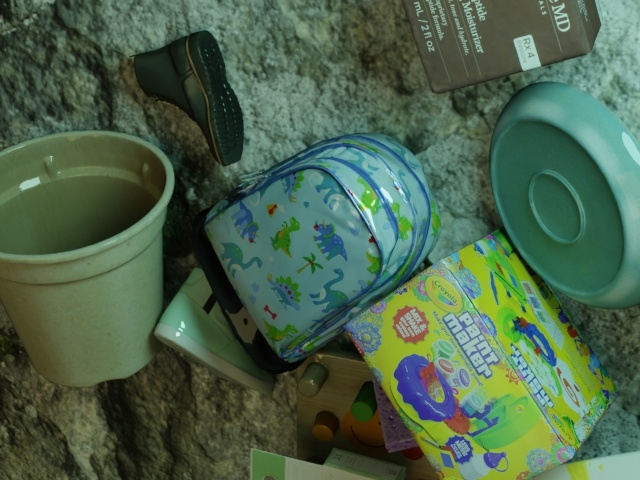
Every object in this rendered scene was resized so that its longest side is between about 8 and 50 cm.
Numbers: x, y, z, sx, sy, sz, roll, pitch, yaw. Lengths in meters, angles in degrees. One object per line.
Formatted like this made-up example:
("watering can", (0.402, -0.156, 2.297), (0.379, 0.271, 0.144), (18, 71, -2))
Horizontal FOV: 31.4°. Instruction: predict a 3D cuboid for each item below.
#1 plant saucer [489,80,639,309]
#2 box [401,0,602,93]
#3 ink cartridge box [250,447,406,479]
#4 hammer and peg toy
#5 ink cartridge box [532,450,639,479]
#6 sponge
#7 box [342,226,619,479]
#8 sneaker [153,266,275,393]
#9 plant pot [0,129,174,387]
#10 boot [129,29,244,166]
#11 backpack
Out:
("plant saucer", (0.316, -0.048, 1.467), (0.317, 0.044, 0.317), (47, 151, 37))
("box", (0.225, -0.304, 1.413), (0.203, 0.167, 0.168), (-12, 110, 25))
("ink cartridge box", (0.009, 0.401, 1.764), (0.235, 0.056, 0.171), (13, 120, 18))
("hammer and peg toy", (0.134, 0.310, 1.774), (0.361, 0.127, 0.265), (10, 118, 16))
("ink cartridge box", (0.439, 0.399, 1.605), (0.385, 0.279, 0.160), (-15, 66, 27))
("sponge", (0.134, 0.200, 1.671), (0.117, 0.210, 0.031), (-13, 145, 3))
("box", (0.225, 0.162, 1.534), (0.177, 0.279, 0.290), (-36, 83, 27))
("sneaker", (-0.135, 0.142, 1.814), (0.094, 0.151, 0.256), (11, 158, 46))
("plant pot", (-0.367, 0.045, 1.749), (0.334, 0.334, 0.305), (8, 129, 17))
("boot", (-0.198, -0.201, 1.687), (0.137, 0.077, 0.197), (-8, 99, 29))
("backpack", (0.000, 0.000, 1.619), (0.356, 0.273, 0.290), (-29, 83, 17))
